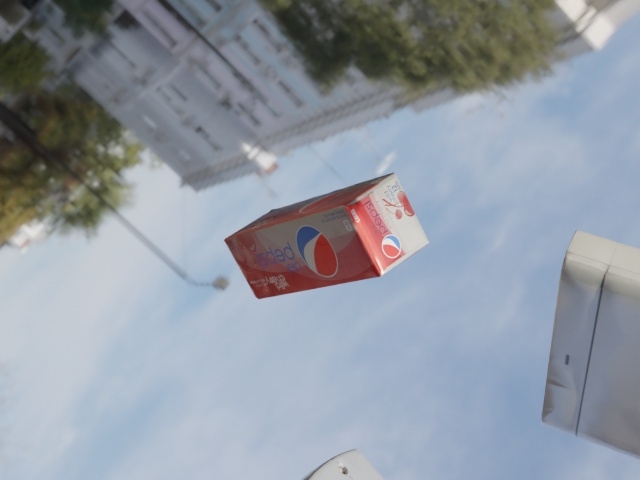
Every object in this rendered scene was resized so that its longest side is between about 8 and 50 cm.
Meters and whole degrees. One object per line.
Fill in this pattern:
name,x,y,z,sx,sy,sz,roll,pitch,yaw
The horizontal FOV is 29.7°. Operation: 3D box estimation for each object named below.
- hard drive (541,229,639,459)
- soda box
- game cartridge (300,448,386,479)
hard drive,0.353,0.130,0.937,0.047,0.353,0.233,-58,157,-35
soda box,0.000,0.000,1.380,0.083,0.092,0.263,-34,-169,-33
game cartridge,0.030,0.347,1.296,0.060,0.196,0.294,-37,-178,23
